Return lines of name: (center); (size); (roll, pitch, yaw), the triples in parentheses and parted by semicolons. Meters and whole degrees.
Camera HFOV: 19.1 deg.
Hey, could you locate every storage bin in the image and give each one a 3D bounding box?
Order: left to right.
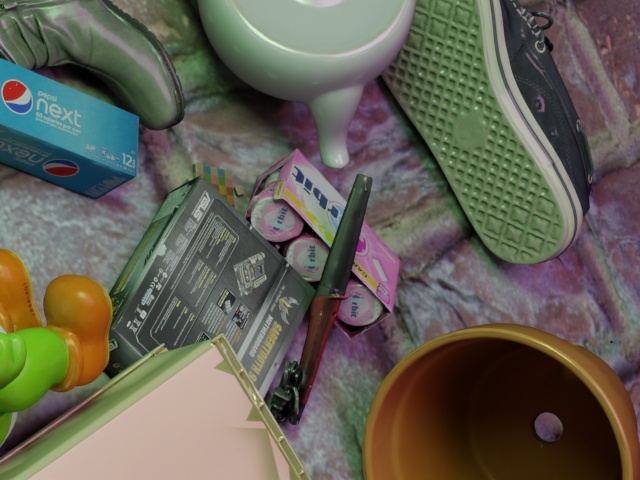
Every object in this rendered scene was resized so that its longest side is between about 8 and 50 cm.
storage bin: (-0.143, 0.259, 1.691); (0.262, 0.123, 0.260); (-35, 98, -35)

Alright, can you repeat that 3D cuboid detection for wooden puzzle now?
wooden puzzle: (-0.113, -0.054, 2.002); (0.083, 0.006, 0.049); (13, 62, -41)

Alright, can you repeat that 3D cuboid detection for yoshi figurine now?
yoshi figurine: (-0.350, 0.095, 1.568); (0.203, 0.203, 0.362); (51, 43, 8)

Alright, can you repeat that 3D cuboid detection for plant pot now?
plant pot: (0.214, 0.218, 2.025); (0.291, 0.291, 0.203); (66, 25, 2)

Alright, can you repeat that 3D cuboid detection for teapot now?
teapot: (-0.025, -0.254, 2.066); (0.252, 0.187, 0.256); (27, 67, -1)

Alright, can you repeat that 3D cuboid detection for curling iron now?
curling iron: (0.007, 0.064, 1.946); (0.035, 0.068, 0.274); (20, 87, 7)

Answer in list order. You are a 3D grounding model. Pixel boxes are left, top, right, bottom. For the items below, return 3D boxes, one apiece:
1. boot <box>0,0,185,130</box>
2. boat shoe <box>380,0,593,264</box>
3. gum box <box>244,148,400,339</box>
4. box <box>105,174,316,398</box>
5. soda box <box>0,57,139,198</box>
boot: (-0.257, -0.186, 1.880); (0.161, 0.083, 0.246); (-38, 94, -41)
boat shoe: (0.184, -0.214, 2.261); (0.156, 0.186, 0.500); (-39, 105, -53)
gum box: (0.000, 0.000, 2.027); (0.188, 0.062, 0.107); (47, 25, -18)
box: (-0.117, 0.076, 1.898); (0.183, 0.056, 0.231); (46, 45, -21)
soda box: (-0.276, -0.112, 1.818); (0.210, 0.067, 0.071); (22, 56, -38)
